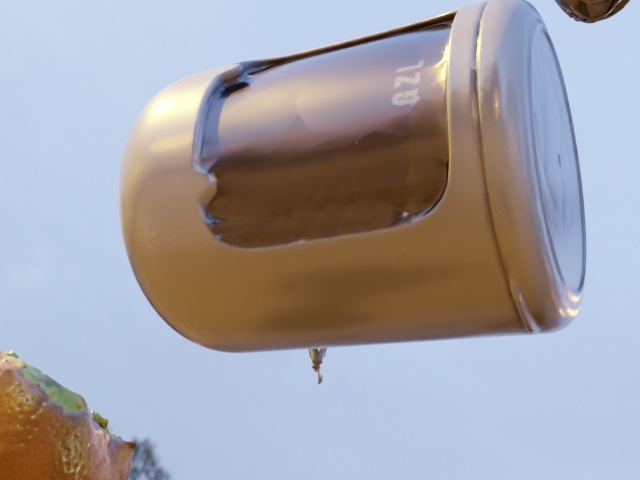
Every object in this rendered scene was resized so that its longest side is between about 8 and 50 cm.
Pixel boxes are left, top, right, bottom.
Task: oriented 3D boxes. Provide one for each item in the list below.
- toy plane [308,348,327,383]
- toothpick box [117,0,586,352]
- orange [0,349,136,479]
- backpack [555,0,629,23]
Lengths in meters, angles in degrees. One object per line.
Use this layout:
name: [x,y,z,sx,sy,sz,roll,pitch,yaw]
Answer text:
toy plane: [-0.011,0.001,0.901,0.088,0.262,0.192,-7,-27,-7]
toothpick box: [0.010,-0.023,0.634,0.316,0.229,0.229,-8,-34,24]
orange: [-0.443,0.311,1.356,0.262,0.196,0.334,18,-31,26]
backpack: [0.419,-0.440,1.362,0.133,0.206,0.258,-13,-33,-33]
